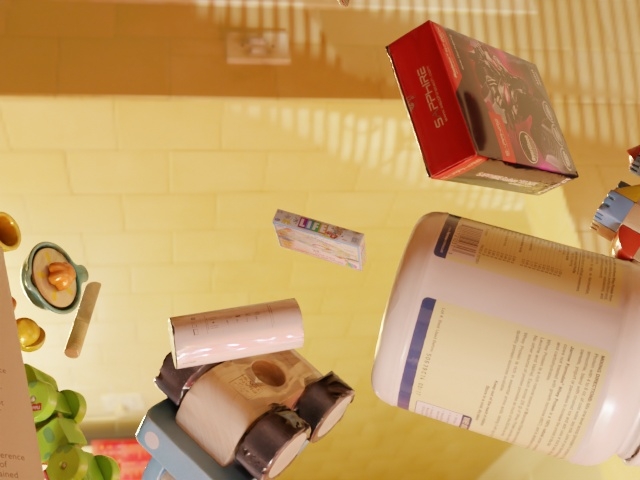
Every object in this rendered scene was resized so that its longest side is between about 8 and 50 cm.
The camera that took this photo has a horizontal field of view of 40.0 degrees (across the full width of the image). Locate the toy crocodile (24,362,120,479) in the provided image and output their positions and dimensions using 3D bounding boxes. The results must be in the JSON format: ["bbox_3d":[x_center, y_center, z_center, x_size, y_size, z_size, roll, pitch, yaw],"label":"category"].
[{"bbox_3d":[-0.429,0.338,1.446,0.340,0.105,0.115,54,5,27],"label":"toy crocodile"}]

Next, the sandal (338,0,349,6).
[{"bbox_3d":[0.028,-0.609,2.017,0.180,0.049,0.072,63,44,-56],"label":"sandal"}]

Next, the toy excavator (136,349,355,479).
[{"bbox_3d":[-0.201,0.373,1.330,0.433,0.222,0.445,-22,144,-57],"label":"toy excavator"}]

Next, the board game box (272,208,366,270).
[{"bbox_3d":[0.000,0.000,1.483,0.103,0.154,0.026,80,29,-65],"label":"board game box"}]

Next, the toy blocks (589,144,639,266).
[{"bbox_3d":[0.617,-0.018,1.593,0.381,0.261,0.191,-53,163,-13],"label":"toy blocks"}]

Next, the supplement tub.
[{"bbox_3d":[0.241,0.115,1.002,0.235,0.324,0.235,16,90,-79],"label":"supplement tub"}]

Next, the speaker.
[{"bbox_3d":[-0.086,0.095,0.913,0.055,0.136,0.055,172,-90,-75],"label":"speaker"}]

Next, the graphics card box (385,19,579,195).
[{"bbox_3d":[0.274,-0.203,1.436,0.094,0.371,0.233,-28,-110,34],"label":"graphics card box"}]

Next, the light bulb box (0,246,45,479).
[{"bbox_3d":[-0.429,0.217,0.738,0.358,0.225,0.361,-43,-129,23],"label":"light bulb box"}]

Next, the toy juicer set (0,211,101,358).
[{"bbox_3d":[-0.469,0.101,1.533,0.329,0.089,0.209,42,33,-54],"label":"toy juicer set"}]
